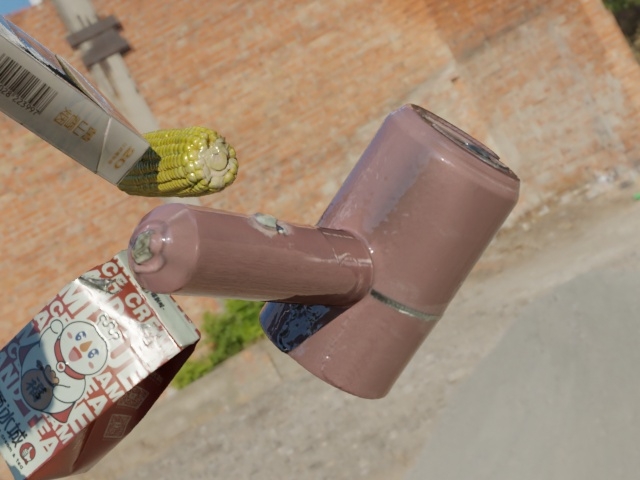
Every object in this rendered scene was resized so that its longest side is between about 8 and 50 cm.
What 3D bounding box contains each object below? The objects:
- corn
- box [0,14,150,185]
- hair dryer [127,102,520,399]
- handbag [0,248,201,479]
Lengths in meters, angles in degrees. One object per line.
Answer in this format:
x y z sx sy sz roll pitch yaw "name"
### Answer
-0.176 -0.090 1.232 0.081 0.081 0.248 -30 18 -29 "corn"
-0.296 -0.161 1.088 0.067 0.149 0.233 -47 -38 5 "box"
0.000 0.000 0.742 0.210 0.125 0.352 -57 -27 14 "hair dryer"
-0.286 0.162 1.353 0.298 0.171 0.151 -41 -19 14 "handbag"
